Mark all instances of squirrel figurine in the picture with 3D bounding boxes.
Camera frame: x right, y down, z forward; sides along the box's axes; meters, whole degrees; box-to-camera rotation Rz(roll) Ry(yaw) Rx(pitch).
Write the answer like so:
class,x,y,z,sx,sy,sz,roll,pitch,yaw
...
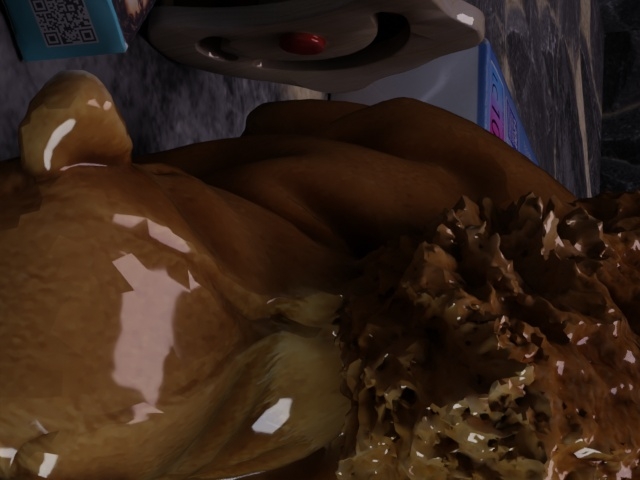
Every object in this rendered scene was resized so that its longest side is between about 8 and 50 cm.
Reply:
class,x,y,z,sx,sy,sz,roll,pitch,yaw
squirrel figurine,0.010,0.043,0.645,0.370,0.397,0.281,17,81,-58

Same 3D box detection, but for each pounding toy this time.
class,x,y,z,sx,sy,sz,roll,pitch,yaw
pounding toy,-0.014,-0.187,0.916,0.154,0.269,0.155,14,74,-33

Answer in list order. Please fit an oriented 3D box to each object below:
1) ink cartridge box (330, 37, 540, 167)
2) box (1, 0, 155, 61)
class,x,y,z,sx,sy,sz,roll,pitch,yaw
ink cartridge box,0.125,0.017,1.398,0.395,0.151,0.270,51,40,-65
box,-0.110,-0.205,0.809,0.244,0.060,0.101,-71,153,-49
